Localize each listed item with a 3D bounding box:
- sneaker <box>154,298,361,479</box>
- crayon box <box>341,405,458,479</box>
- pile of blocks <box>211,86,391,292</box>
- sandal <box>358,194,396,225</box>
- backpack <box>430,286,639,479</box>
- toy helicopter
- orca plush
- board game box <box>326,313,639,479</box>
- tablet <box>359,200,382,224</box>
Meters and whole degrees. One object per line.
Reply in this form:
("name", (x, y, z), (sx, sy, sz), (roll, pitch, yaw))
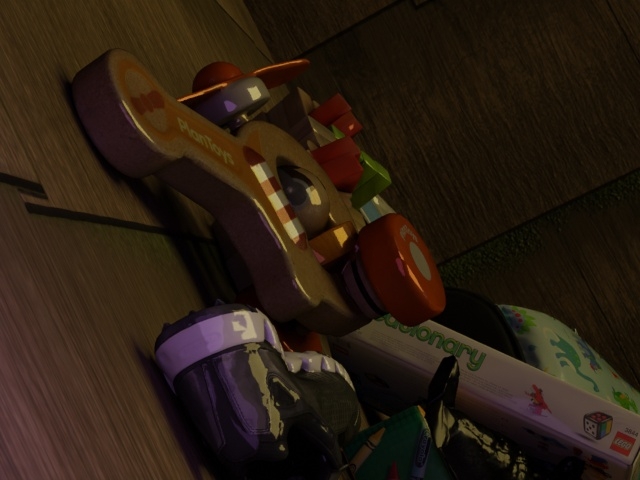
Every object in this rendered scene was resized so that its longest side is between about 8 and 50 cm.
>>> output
("sneaker", (-0.022, 0.113, 1.026), (0.106, 0.078, 0.234), (68, 9, 21))
("crayon box", (0.111, 0.265, 1.640), (0.165, 0.081, 0.278), (65, 5, 21))
("pile of blocks", (0.009, -0.038, 1.569), (0.149, 0.112, 0.362), (47, 19, -13))
("sandal", (-0.007, -0.012, 1.843), (0.169, 0.102, 0.416), (60, 17, 24))
("backpack", (0.244, 0.234, 2.008), (0.290, 0.273, 0.355), (-100, 165, -44))
("toy helicopter", (-0.061, -0.055, 1.259), (0.355, 0.140, 0.235), (33, 34, -56))
("orca plush", (0.177, 0.198, 1.582), (0.287, 0.102, 0.151), (60, 6, -35))
("board game box", (0.154, 0.155, 1.674), (0.305, 0.053, 0.193), (24, -19, 15))
("tablet", (0.057, -0.018, 1.831), (0.083, 0.006, 0.054), (57, 16, 21))
